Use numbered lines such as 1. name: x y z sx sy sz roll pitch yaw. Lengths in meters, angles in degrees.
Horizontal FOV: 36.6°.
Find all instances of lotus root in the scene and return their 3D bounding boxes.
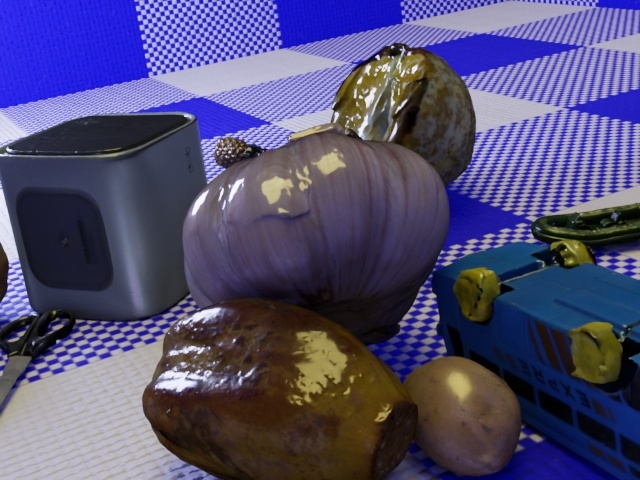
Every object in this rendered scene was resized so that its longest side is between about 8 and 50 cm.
1. lotus root: -0.032 0.159 0.945 0.291 0.193 0.193 3 22 41

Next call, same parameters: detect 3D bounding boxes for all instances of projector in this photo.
1. projector: -0.312 -0.046 1.456 0.248 0.249 0.248 2 23 23

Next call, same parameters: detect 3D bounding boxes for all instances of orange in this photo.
1. orange: 0.149 -0.185 1.686 0.210 0.271 0.369 27 1 -25

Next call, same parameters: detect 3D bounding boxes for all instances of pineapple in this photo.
1. pineapple: -0.140 -0.175 2.007 0.159 0.074 0.074 10 26 21

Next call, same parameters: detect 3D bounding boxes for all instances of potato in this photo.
1. potato: 0.133 0.166 0.937 0.112 0.112 0.147 -16 16 -21

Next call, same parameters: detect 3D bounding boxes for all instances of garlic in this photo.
1. garlic: -0.007 0.001 1.088 0.322 0.322 0.241 -20 55 -30

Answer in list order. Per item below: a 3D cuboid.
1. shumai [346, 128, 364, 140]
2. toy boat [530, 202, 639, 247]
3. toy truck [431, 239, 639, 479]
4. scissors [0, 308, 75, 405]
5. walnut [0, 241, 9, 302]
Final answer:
1. shumai: -0.002 0.003 1.416 0.283 0.217 0.346 -37 1 13
2. toy boat: 0.410 -0.022 1.407 0.210 0.052 0.104 -7 23 -1
3. toy truck: 0.263 0.110 0.955 0.161 0.162 0.385 -17 21 -23
4. scissors: -0.393 0.161 1.263 0.109 0.022 0.300 -11 21 2
5. walnut: -0.572 0.034 1.390 0.257 0.257 0.224 -2 -11 15
